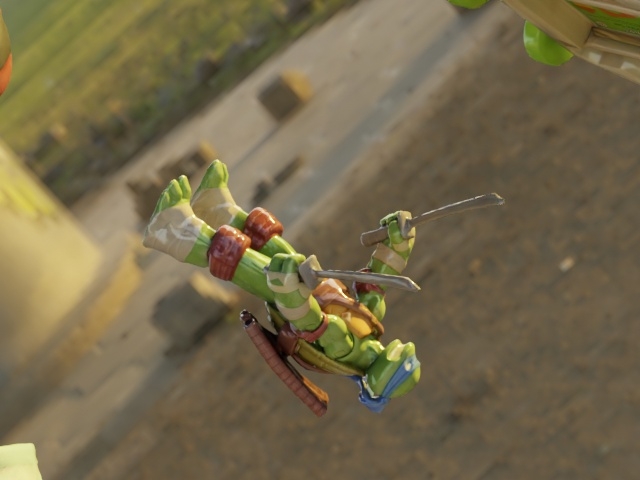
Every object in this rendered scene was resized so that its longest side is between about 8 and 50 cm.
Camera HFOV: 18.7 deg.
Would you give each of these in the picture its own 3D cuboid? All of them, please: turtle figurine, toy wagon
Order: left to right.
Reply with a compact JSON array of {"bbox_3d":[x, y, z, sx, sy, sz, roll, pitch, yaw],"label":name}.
[{"bbox_3d":[0.000,0.000,1.705,0.198,0.266,0.275,-51,-16,-35],"label":"turtle figurine"},{"bbox_3d":[0.258,-0.147,1.456,0.267,0.344,0.068,22,87,44],"label":"toy wagon"}]

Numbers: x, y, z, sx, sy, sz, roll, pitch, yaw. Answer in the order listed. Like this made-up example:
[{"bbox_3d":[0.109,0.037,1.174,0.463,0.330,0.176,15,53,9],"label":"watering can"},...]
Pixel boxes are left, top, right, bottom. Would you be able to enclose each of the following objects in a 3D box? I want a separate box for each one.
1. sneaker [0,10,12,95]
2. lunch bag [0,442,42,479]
[{"bbox_3d":[-0.220,-0.081,1.047,0.097,0.135,0.276,-39,25,-21],"label":"sneaker"},{"bbox_3d":[-0.217,0.210,0.854,0.262,0.223,0.160,-5,-12,-43],"label":"lunch bag"}]
